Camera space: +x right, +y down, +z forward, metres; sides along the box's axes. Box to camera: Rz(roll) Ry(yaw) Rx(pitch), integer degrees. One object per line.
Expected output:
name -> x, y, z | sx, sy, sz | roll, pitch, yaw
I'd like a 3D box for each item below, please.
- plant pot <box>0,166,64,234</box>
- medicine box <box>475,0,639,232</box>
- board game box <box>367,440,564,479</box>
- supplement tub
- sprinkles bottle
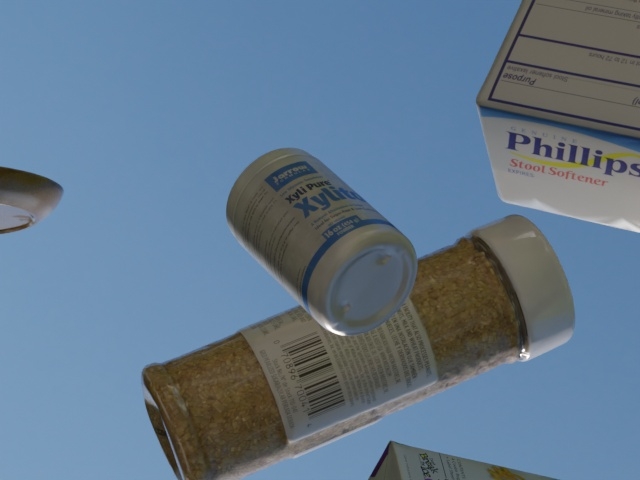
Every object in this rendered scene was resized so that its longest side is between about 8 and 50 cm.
plant pot -> -0.369, -0.035, 1.706 | 0.236, 0.236, 0.032 | -12, -106, 47
medicine box -> 0.315, -0.160, 1.554 | 0.263, 0.149, 0.289 | 14, -119, 23
board game box -> 0.154, 0.261, 1.210 | 0.144, 0.275, 0.142 | -102, -148, -52
supplement tub -> 0.000, 0.000, 1.009 | 0.107, 0.071, 0.071 | 43, -65, 43
sprinkles bottle -> 0.032, 0.094, 1.461 | 0.121, 0.355, 0.121 | 158, -90, -77
